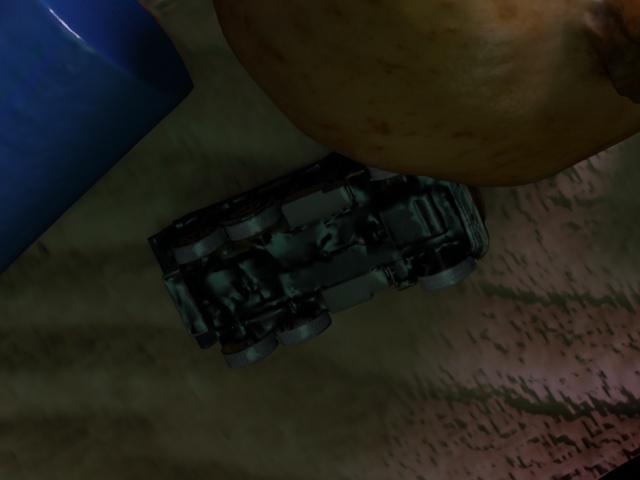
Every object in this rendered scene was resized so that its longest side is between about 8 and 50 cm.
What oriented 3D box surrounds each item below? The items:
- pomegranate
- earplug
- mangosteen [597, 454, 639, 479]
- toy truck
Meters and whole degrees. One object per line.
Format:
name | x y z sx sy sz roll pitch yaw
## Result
pomegranate | 0.081 -0.172 0.934 0.307 0.307 0.307 0 105 2
earplug | -0.209 -0.031 1.058 0.132 0.132 0.273 42 106 -9
mangosteen | 0.223 0.256 1.077 0.275 0.275 0.302 33 137 -7
toy truck | 0.000 0.000 1.078 0.192 0.092 0.083 -22 103 16
